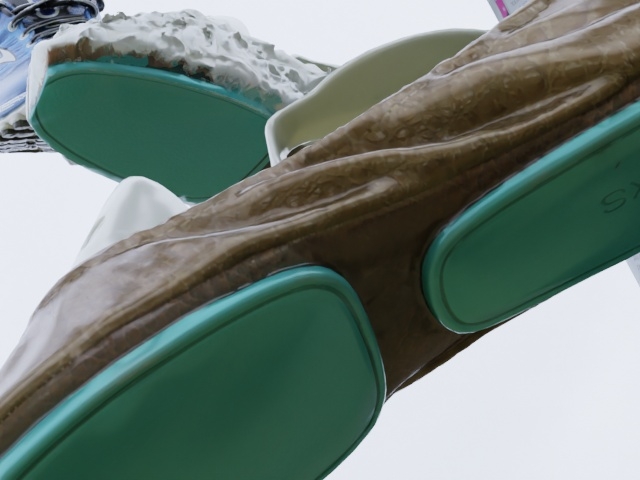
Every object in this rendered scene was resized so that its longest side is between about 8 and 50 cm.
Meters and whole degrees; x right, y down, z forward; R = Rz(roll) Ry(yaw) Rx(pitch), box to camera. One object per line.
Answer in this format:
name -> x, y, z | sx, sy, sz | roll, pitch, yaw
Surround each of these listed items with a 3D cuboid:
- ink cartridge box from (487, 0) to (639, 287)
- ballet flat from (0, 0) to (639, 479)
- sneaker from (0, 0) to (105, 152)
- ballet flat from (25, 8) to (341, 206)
ink cartridge box -> 0.301, -0.079, 0.924 | 0.324, 0.330, 0.071 | -23, -7, -24
ballet flat -> 0.000, 0.000, 0.536 | 0.342, 0.124, 0.116 | -33, -44, -13
sneaker -> -0.232, -0.148, 1.289 | 0.130, 0.330, 0.147 | -5, -87, -25
ballet flat -> -0.040, -0.087, 1.118 | 0.409, 0.147, 0.147 | 19, -63, -37
